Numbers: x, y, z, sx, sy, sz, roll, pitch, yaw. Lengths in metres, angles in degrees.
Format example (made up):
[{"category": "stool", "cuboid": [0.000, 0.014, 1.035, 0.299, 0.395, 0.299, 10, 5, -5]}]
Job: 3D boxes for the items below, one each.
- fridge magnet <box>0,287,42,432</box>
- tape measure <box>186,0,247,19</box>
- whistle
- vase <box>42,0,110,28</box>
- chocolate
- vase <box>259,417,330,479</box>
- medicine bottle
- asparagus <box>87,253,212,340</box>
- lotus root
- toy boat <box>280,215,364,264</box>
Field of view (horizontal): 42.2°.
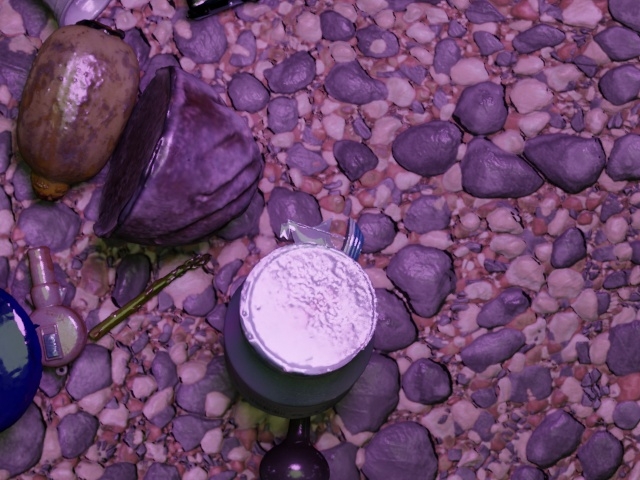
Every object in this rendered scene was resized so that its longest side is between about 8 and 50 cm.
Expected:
[{"category": "fridge magnet", "cuboid": [-0.567, 0.188, 1.328, 0.265, 0.112, 0.266, 1, 94, 9]}, {"category": "tape measure", "cuboid": [-0.164, -0.490, 1.422, 0.181, 0.107, 0.182, -14, 90, -4]}, {"category": "whistle", "cuboid": [-0.454, 0.119, 1.390, 0.107, 0.057, 0.220, -11, 87, -2]}, {"category": "vase", "cuboid": [-0.489, -0.495, 1.372, 0.299, 0.143, 0.143, 43, 84, 0]}, {"category": "chocolate", "cuboid": [-0.211, -0.107, 1.334, 0.213, 0.303, 0.303, 21, 85, -25]}, {"category": "vase", "cuboid": [-0.039, 0.349, 1.411, 0.120, 0.120, 0.183, 8, 74, -7]}, {"category": "medicine bottle", "cuboid": [-0.030, 0.139, 1.295, 0.245, 0.290, 0.245, 2, 69, -6]}, {"category": "asparagus", "cuboid": [-0.293, 0.092, 1.427, 0.248, 0.024, 0.025, -36, 135, -7]}, {"category": "lotus root", "cuboid": [-0.402, -0.209, 1.366, 0.173, 0.173, 0.309, 18, 94, -6]}, {"category": "toy boat", "cuboid": [0.005, 0.011, 1.460, 0.149, 0.034, 0.105, -3, 86, -8]}]
